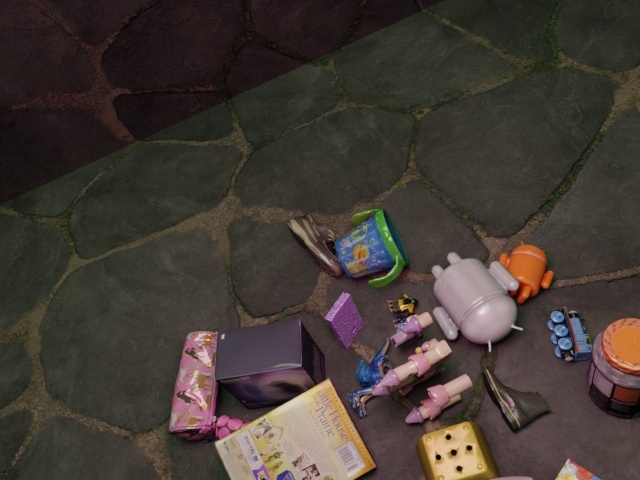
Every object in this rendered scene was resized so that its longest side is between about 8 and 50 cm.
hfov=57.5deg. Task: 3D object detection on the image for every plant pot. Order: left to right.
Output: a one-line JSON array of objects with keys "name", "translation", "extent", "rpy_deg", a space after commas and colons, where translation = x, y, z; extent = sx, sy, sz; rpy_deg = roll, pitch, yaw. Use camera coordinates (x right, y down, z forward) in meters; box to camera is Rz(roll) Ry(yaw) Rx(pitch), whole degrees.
[{"name": "plant pot", "translation": [0.394, 0.637, 1.681], "extent": [0.212, 0.187, 0.212], "rpy_deg": [-19, 51, 5]}]

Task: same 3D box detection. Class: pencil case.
[{"name": "pencil case", "translation": [-0.434, 0.512, 2.084], "extent": [0.167, 0.160, 0.385], "rpy_deg": [10, 52, -14]}, {"name": "pencil case", "translation": [-0.252, 0.659, 1.958], "extent": [0.210, 0.095, 0.098], "rpy_deg": [10, 96, 27]}]

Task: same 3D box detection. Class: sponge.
[{"name": "sponge", "translation": [0.087, 0.281, 2.035], "extent": [0.031, 0.210, 0.117], "rpy_deg": [23, 64, 34]}]

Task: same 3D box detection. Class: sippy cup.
[{"name": "sippy cup", "translation": [0.184, 0.032, 2.192], "extent": [0.224, 0.240, 0.305], "rpy_deg": [-26, 11, 14]}]

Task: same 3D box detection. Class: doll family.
[{"name": "doll family", "translation": [0.309, 0.258, 2.067], "extent": [0.112, 0.076, 0.192], "rpy_deg": [-15, 56, 3]}]

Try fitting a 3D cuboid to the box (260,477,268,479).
[{"name": "box", "translation": [-0.161, 0.859, 1.729], "extent": [0.183, 0.059, 0.232], "rpy_deg": [32, 81, 10]}]

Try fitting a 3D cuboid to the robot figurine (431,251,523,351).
[{"name": "robot figurine", "translation": [0.515, 0.201, 1.950], "extent": [0.300, 0.200, 0.353], "rpy_deg": [-45, 49, 16]}]

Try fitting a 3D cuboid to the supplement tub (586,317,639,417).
[{"name": "supplement tub", "translation": [0.861, 0.357, 1.640], "extent": [0.194, 0.316, 0.193], "rpy_deg": [-9, 53, 12]}]

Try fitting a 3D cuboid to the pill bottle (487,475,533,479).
[{"name": "pill bottle", "translation": [0.512, 0.773, 1.495], "extent": [0.169, 0.169, 0.301], "rpy_deg": [-10, 75, 12]}]

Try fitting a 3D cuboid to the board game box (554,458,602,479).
[{"name": "board game box", "translation": [0.740, 0.728, 1.521], "extent": [0.275, 0.142, 0.144], "rpy_deg": [29, 69, 34]}]

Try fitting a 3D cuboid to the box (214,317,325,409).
[{"name": "box", "translation": [-0.163, 0.424, 1.964], "extent": [0.297, 0.294, 0.182], "rpy_deg": [-12, 52, 12]}]

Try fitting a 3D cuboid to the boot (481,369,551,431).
[{"name": "boot", "translation": [0.604, 0.473, 1.810], "extent": [0.137, 0.077, 0.197], "rpy_deg": [-23, 64, -4]}]

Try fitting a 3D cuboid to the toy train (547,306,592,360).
[{"name": "toy train", "translation": [0.796, 0.299, 1.863], "extent": [0.105, 0.080, 0.184], "rpy_deg": [-4, 51, 6]}]

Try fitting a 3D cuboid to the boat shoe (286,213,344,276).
[{"name": "boat shoe", "translation": [0.000, 0.000, 2.324], "extent": [0.130, 0.132, 0.355], "rpy_deg": [-37, 53, -9]}]

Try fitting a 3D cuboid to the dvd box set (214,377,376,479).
[{"name": "dvd box set", "translation": [-0.080, 0.669, 1.831], "extent": [0.421, 0.062, 0.307], "rpy_deg": [-30, 75, -3]}]

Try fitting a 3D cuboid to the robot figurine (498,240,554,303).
[{"name": "robot figurine", "translation": [0.703, 0.107, 2.002], "extent": [0.158, 0.128, 0.219], "rpy_deg": [-1, 53, 45]}]

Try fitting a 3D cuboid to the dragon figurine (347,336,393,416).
[{"name": "dragon figurine", "translation": [0.168, 0.444, 1.966], "extent": [0.144, 0.085, 0.289], "rpy_deg": [-5, 55, 15]}]

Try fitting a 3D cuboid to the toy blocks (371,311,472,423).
[{"name": "toy blocks", "translation": [0.263, 0.406, 1.804], "extent": [0.260, 0.288, 0.308], "rpy_deg": [-26, 66, -7]}]
